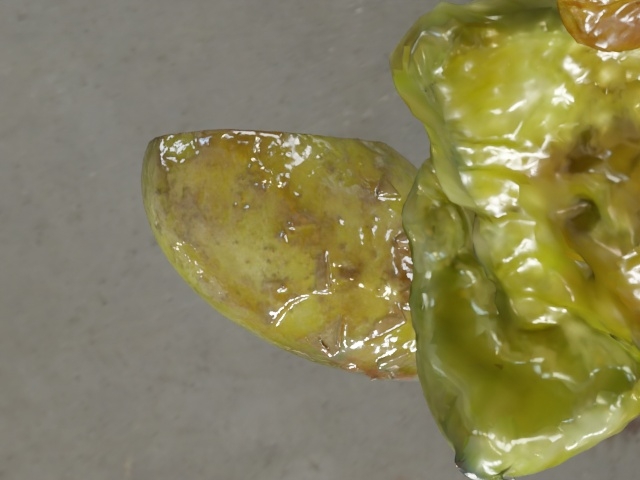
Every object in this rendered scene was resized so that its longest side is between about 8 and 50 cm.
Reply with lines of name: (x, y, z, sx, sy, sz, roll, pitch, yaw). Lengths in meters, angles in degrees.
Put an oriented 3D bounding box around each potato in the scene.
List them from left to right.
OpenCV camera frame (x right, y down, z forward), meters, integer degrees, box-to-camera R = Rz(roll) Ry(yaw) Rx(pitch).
potato: (0.000, 0.000, 1.279, 0.298, 0.176, 0.141, 29, 154, -14)

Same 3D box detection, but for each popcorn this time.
popcorn: (0.164, -0.018, 0.912, 0.321, 0.290, 0.325, 29, 93, -6)

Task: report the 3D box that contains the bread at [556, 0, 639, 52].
bread: (0.142, -0.214, 0.766, 0.139, 0.077, 0.271, -16, 58, 18)
